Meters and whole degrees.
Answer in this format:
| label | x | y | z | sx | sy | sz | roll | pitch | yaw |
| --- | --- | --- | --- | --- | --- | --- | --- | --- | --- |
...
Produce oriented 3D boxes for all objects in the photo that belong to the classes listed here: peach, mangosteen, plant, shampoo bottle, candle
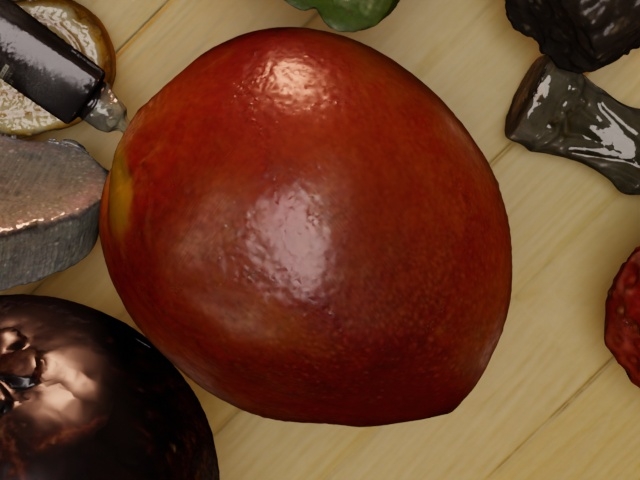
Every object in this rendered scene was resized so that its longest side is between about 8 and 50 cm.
| label | x | y | z | sx | sy | sz | roll | pitch | yaw |
| --- | --- | --- | --- | --- | --- | --- | --- | --- | --- |
| peach | 0.000 | 0.000 | 1.072 | 0.332 | 0.308 | 0.308 | 45 | 92 | 0 |
| mangosteen | -0.225 | 0.202 | 1.055 | 0.330 | 0.330 | 0.330 | 0 | 94 | 0 |
| plant | 0.253 | -0.232 | 1.126 | 0.203 | 0.142 | 0.131 | -30 | 70 | -19 |
| shampoo bottle | -0.223 | -0.136 | 1.113 | 0.207 | 0.057 | 0.063 | 37 | 97 | -9 |
| candle | -0.271 | -0.025 | 1.098 | 0.192 | 0.168 | 0.068 | 16 | 129 | 0 |

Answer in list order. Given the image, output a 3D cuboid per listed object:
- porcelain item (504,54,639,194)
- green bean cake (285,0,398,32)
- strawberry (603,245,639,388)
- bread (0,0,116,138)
| label | x | y | z | sx | sy | sz | roll | pitch | yaw |
| --- | --- | --- | --- | --- | --- | --- | --- | --- | --- |
| porcelain item | 0.269 | -0.079 | 1.189 | 0.215 | 0.069 | 0.081 | 25 | 89 | -7 |
| green bean cake | 0.014 | -0.308 | 1.052 | 0.222 | 0.125 | 0.248 | 35 | 108 | -4 |
| strawberry | 0.416 | 0.025 | 1.110 | 0.292 | 0.310 | 0.292 | -3 | 96 | -39 |
| bread | -0.251 | -0.148 | 1.171 | 0.149 | 0.073 | 0.122 | -4 | 96 | 0 |
